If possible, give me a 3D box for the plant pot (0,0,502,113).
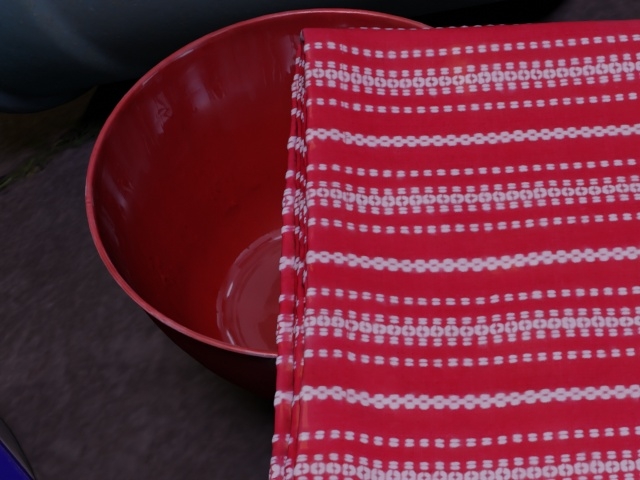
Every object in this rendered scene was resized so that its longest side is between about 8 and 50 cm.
[{"bbox_3d":[-0.038,-0.245,0.875,0.334,0.341,0.341,0,44,27],"label":"plant pot"}]

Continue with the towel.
[{"bbox_3d":[0.082,0.019,0.574,0.199,0.031,0.275,-1,51,3],"label":"towel"}]

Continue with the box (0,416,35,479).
[{"bbox_3d":[-0.221,0.097,0.728,0.137,0.126,0.072,-37,32,-8],"label":"box"}]

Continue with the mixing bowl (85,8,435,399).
[{"bbox_3d":[0.000,0.000,0.679,0.181,0.098,0.181,-2,52,3],"label":"mixing bowl"}]
